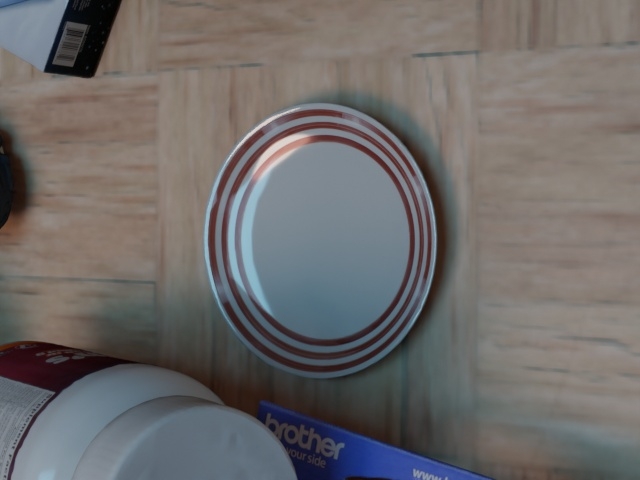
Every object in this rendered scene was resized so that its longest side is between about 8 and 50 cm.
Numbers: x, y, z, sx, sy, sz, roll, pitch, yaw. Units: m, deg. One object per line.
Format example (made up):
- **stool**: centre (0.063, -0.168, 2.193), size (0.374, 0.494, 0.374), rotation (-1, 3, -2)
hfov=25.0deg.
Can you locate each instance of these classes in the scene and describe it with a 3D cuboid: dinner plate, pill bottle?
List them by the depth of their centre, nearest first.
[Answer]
- **pill bottle**: centre (-0.109, 0.117, 0.709), size (0.221, 0.121, 0.121), rotation (2, 92, 57)
- **dinner plate**: centre (0.000, 0.000, 0.744), size (0.141, 0.017, 0.141), rotation (1, 91, 33)

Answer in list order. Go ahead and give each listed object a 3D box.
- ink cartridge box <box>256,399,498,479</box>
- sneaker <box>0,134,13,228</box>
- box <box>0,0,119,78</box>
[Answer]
- **ink cartridge box**: centre (0.029, 0.247, 0.700), size (0.186, 0.065, 0.311), rotation (14, 100, 34)
- **sneaker**: centre (-0.310, -0.047, 0.907), size (0.283, 0.110, 0.122), rotation (20, 135, 19)
- **box**: centre (-0.159, -0.231, 0.826), size (0.159, 0.044, 0.233), rotation (31, 107, 28)
